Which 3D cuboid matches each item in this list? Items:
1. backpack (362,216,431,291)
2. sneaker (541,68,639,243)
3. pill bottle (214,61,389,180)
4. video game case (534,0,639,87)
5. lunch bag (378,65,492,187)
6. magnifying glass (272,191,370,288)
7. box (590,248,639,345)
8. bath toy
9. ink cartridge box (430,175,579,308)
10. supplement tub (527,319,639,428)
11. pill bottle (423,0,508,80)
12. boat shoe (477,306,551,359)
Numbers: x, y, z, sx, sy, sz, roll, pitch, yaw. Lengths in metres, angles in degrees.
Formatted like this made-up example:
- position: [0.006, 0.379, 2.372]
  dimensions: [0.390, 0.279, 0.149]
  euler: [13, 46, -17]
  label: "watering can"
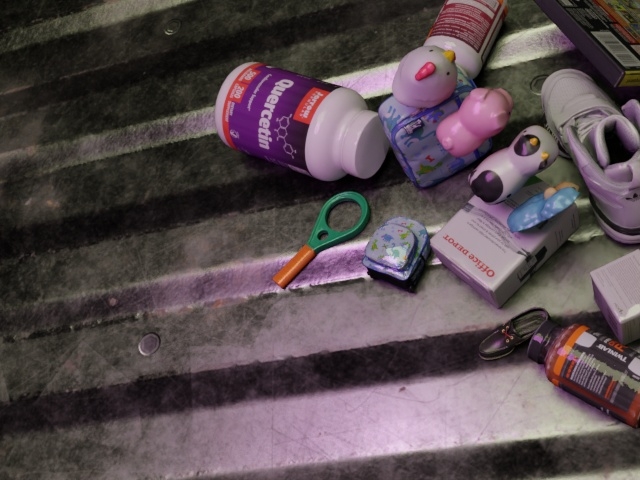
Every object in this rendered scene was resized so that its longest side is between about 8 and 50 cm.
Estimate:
- position: [0.139, 0.015, 1.594]
  dimensions: [0.105, 0.084, 0.114]
  euler: [21, 69, 27]
  label: "backpack"
- position: [0.464, -0.187, 1.499]
  dimensions: [0.137, 0.210, 0.366]
  euler: [-22, 57, 9]
  label: "sneaker"
- position: [-0.034, -0.224, 1.732]
  dimensions: [0.323, 0.181, 0.181]
  euler: [21, 72, 30]
  label: "pill bottle"
- position: [0.534, -0.369, 1.589]
  dimensions: [0.248, 0.035, 0.275]
  euler: [-8, 50, -28]
  label: "video game case"
- position: [0.208, -0.200, 1.601]
  dimensions: [0.176, 0.219, 0.090]
  euler: [-29, 57, 3]
  label: "lunch bag"
- position: [0.000, 0.000, 1.695]
  dimensions: [0.231, 0.026, 0.092]
  euler: [-44, 57, -8]
  label: "magnifying glass"
- position: [0.484, 0.090, 1.406]
  dimensions: [0.087, 0.101, 0.102]
  euler: [-26, 57, 6]
  label: "box"
- position: [0.258, -0.175, 1.430]
  dimensions: [0.151, 0.129, 0.348]
  euler: [-41, 88, 0]
  label: "bath toy"
- position: [0.313, -0.011, 1.537]
  dimensions: [0.208, 0.087, 0.153]
  euler: [-44, 58, -6]
  label: "ink cartridge box"
- position: [0.418, 0.195, 1.374]
  dimensions: [0.198, 0.106, 0.106]
  euler: [29, 76, 31]
  label: "supplement tub"
- position: [0.269, -0.383, 1.736]
  dimensions: [0.121, 0.121, 0.221]
  euler: [18, 71, 28]
  label: "pill bottle"
- position: [0.315, 0.150, 1.478]
  dimensions: [0.133, 0.042, 0.049]
  euler: [-29, 59, 6]
  label: "boat shoe"
